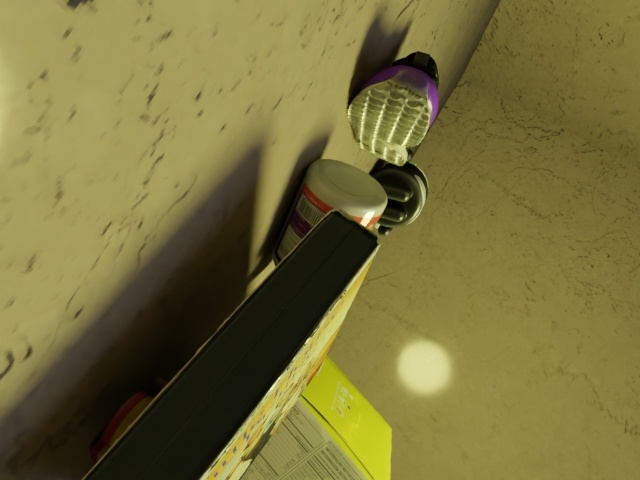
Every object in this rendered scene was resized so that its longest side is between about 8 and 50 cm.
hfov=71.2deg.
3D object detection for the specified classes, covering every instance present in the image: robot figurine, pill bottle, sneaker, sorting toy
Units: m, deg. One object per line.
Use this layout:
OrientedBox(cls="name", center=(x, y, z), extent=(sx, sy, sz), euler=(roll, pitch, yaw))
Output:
OrientedBox(cls="robot figurine", center=(0.216, -0.137, 1.291), extent=(0.209, 0.173, 0.278), euler=(-36, -176, 26))
OrientedBox(cls="pill bottle", center=(0.000, 0.000, 0.594), extent=(0.193, 0.108, 0.108), euler=(-63, 172, 33))
OrientedBox(cls="sneaker", center=(0.114, -0.205, 0.623), extent=(0.146, 0.102, 0.293), euler=(-63, 178, 1))
OrientedBox(cls="sorting toy", center=(-0.175, 0.199, 0.460), extent=(0.132, 0.046, 0.274), euler=(-50, 168, -50))

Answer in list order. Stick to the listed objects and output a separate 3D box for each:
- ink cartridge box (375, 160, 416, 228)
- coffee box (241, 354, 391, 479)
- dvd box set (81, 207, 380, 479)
OrientedBox(cls="ink cartridge box", center=(0.224, -0.166, 1.525), extent=(0.212, 0.093, 0.154), euler=(-58, 172, -20))
OrientedBox(cls="coffee box", center=(-0.054, 0.517, 1.128), extent=(0.334, 0.338, 0.337), euler=(-42, 177, 10))
OrientedBox(cls="dvd box set", center=(-0.079, 0.187, 0.503), extent=(0.307, 0.062, 0.420), euler=(-49, 166, -30))
